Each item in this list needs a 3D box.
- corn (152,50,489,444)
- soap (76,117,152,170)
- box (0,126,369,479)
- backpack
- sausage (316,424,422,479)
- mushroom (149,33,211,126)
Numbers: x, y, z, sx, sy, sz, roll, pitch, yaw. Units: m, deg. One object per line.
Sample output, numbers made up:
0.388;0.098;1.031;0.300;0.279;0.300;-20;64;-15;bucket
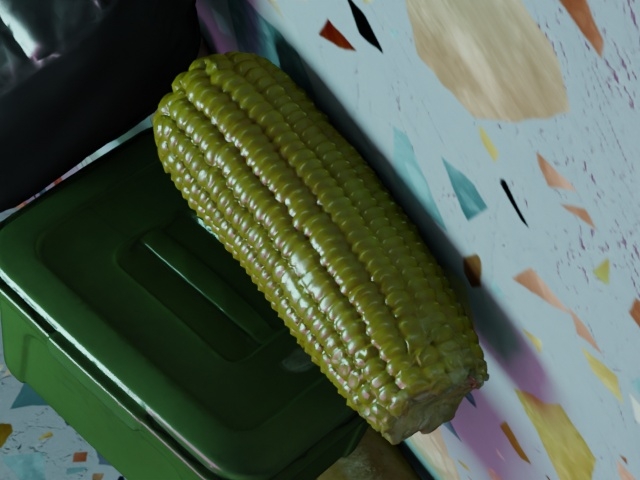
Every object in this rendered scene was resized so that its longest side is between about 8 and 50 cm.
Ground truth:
0.000;0.000;1.434;0.344;0.131;0.131;53;166;24;corn
-0.164;-0.064;1.955;0.347;0.115;0.208;46;162;45;soap
-0.106;0.090;1.595;0.328;0.253;0.178;40;142;21;box
-0.304;-0.267;1.559;0.255;0.363;0.446;19;-139;-61;backpack
-0.003;0.200;1.934;0.501;0.123;0.136;51;168;34;sausage
-0.094;-0.067;1.733;0.278;0.099;0.096;64;161;-10;mushroom
